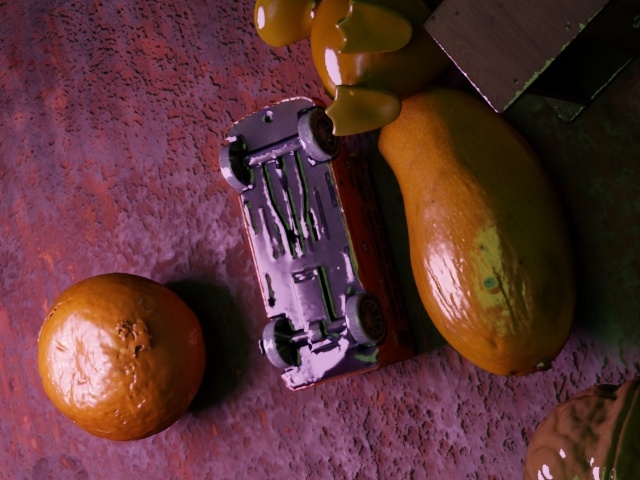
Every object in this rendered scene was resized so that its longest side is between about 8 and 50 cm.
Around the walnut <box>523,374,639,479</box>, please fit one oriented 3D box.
[{"bbox_3d":[0.314,0.245,1.533,0.228,0.228,0.228,1,91,33],"label":"walnut"}]

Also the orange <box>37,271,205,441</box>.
[{"bbox_3d":[-0.251,0.147,1.922,0.219,0.193,0.219,23,120,47],"label":"orange"}]

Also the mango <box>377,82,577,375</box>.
[{"bbox_3d":[0.176,-0.020,1.668,0.187,0.144,0.359,-26,73,33],"label":"mango"}]

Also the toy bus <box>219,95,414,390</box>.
[{"bbox_3d":[0.000,0.000,1.778,0.143,0.153,0.329,-19,82,30],"label":"toy bus"}]

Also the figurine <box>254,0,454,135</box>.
[{"bbox_3d":[0.049,-0.240,1.698,0.228,0.215,0.215,44,114,42],"label":"figurine"}]

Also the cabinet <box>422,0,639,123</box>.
[{"bbox_3d":[0.259,-0.245,1.590,0.215,0.175,0.148,-47,67,24],"label":"cabinet"}]
